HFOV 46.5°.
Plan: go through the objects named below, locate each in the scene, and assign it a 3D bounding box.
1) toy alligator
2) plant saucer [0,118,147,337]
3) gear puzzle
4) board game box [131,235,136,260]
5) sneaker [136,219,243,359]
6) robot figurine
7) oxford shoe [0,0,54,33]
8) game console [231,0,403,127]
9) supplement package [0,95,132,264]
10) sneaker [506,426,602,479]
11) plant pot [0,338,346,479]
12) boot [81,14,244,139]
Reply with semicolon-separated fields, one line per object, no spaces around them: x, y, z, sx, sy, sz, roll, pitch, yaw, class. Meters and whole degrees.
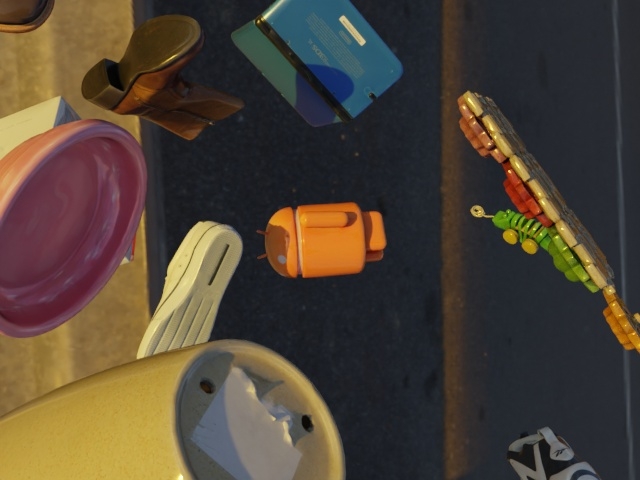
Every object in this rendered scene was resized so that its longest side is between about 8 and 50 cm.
0.351;-0.031;1.343;0.056;0.189;0.051;-43;146;-23;toy alligator
-0.381;-0.024;1.062;0.332;0.084;0.332;-56;162;-28;plant saucer
0.253;-0.013;0.809;0.339;0.044;0.175;56;21;5;gear puzzle
-0.469;-0.062;1.726;0.045;0.193;0.147;-12;58;-26;board game box
-0.204;0.088;1.139;0.094;0.091;0.258;32;87;-35;sneaker
0.000;0.001;1.283;0.158;0.219;0.128;-123;-150;-77;robot figurine
-0.344;-0.253;0.590;0.271;0.098;0.097;26;87;-25;oxford shoe
-0.011;-0.404;1.606;0.293;0.250;0.173;45;13;-22;game console
-0.494;-0.081;1.372;0.263;0.199;0.198;57;22;-47;supplement package
0.363;0.391;1.205;0.235;0.094;0.153;81;-14;-46;sneaker
-0.119;0.186;0.499;0.256;0.274;0.256;30;39;-27;plant pot
-0.231;-0.270;1.322;0.280;0.264;0.096;16;50;-54;boot
